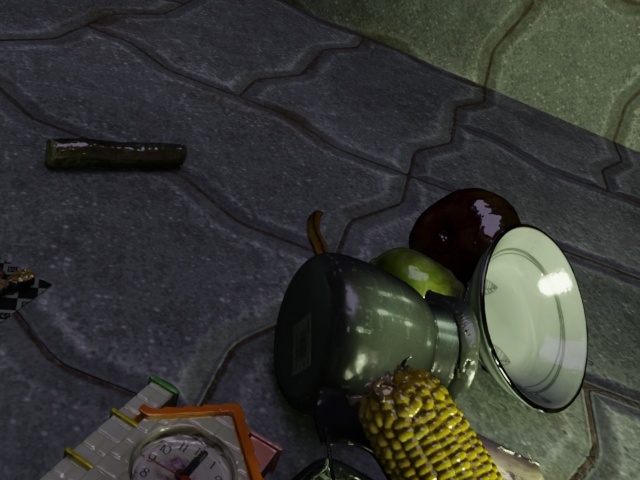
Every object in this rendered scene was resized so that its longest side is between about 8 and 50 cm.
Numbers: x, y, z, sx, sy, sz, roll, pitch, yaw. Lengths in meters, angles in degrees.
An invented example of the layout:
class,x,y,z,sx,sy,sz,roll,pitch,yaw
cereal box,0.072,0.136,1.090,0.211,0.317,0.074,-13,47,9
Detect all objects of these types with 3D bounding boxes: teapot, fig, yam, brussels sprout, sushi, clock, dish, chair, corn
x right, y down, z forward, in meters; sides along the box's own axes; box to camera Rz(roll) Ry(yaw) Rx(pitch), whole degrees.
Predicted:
class,x,y,z,sx,sy,sz,roll,pitch,yaw
teapot,0.109,0.170,0.977,0.285,0.223,0.305,12,29,-26
fig,0.324,0.035,1.372,0.321,0.217,0.217,30,17,-45
yam,-0.394,-0.169,1.371,0.274,0.061,0.061,-2,37,-33
brussels sprout,0.156,0.087,1.211,0.183,0.131,0.145,36,13,26
sushi,-0.474,0.056,1.003,0.126,0.026,0.120,24,32,9
clock,-0.166,0.271,0.761,0.219,0.106,0.255,27,32,13
dish,0.327,0.134,1.172,0.316,0.106,0.317,13,70,-39
chair,0.016,0.292,0.776,0.140,0.145,0.221,36,20,-19
corn,0.147,0.266,0.713,0.106,0.106,0.305,-15,62,-43

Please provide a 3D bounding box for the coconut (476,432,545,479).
class,x,y,z,sx,sy,sz,roll,pitch,yaw
coconut,0.175,0.308,0.831,0.182,0.171,0.171,26,31,0

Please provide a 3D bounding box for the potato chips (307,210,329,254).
class,x,y,z,sx,sy,sz,roll,pitch,yaw
potato chips,0.000,0.000,1.353,0.037,0.026,0.204,22,28,-23
